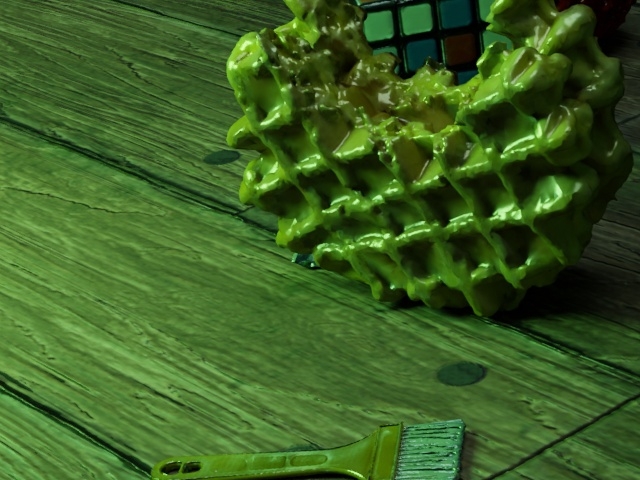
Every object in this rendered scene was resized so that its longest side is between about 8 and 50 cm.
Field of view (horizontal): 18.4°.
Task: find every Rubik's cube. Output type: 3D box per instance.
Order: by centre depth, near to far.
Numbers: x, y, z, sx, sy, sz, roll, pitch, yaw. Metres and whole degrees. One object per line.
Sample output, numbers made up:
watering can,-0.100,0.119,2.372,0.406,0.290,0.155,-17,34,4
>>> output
Rubik's cube,0.115,-0.172,1.834,0.184,0.182,0.187,-12,24,-6

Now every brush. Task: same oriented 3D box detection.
brush,-0.010,0.152,1.363,0.218,0.010,0.082,-4,24,8

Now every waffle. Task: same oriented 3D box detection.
waffle,0.086,-0.080,1.547,0.324,0.261,0.151,7,36,36

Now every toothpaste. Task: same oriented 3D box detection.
toothpaste,0.000,0.000,1.689,0.027,0.019,0.083,16,33,10

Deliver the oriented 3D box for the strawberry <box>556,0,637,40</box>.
strawberry,0.236,-0.265,2.034,0.184,0.187,0.201,16,57,7
